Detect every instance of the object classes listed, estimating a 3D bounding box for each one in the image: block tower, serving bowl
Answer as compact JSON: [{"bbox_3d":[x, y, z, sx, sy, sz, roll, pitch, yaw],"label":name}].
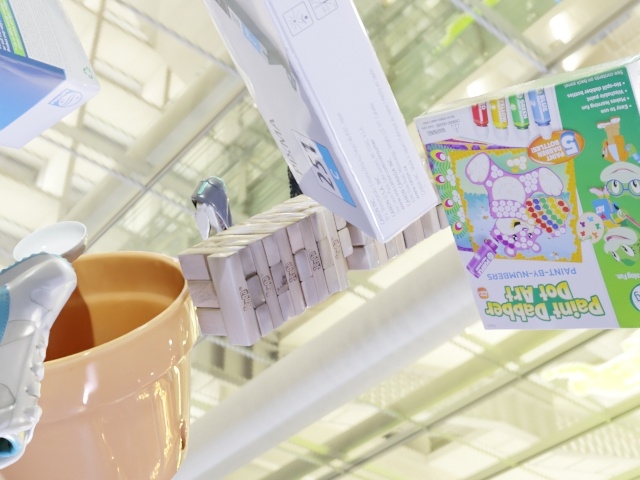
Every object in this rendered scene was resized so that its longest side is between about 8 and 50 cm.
[{"bbox_3d":[0.000,0.000,0.976,0.335,0.097,0.091,-28,-72,-45],"label":"block tower"},{"bbox_3d":[-0.294,0.012,1.018,0.083,0.083,0.027,-62,-37,-53],"label":"serving bowl"}]

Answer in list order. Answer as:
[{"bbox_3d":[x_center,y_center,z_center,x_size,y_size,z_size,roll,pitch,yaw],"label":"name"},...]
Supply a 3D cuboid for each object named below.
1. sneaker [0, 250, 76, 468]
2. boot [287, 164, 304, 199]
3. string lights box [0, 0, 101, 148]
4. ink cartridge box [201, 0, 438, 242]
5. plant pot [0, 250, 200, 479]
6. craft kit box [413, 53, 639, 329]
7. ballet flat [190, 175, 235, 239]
[{"bbox_3d":[-0.231,0.101,0.641,0.092,0.087,0.229,31,-134,-1],"label":"sneaker"},{"bbox_3d":[-0.001,-0.090,1.384,0.099,0.045,0.121,-14,-71,-46],"label":"boot"},{"bbox_3d":[-0.237,-0.136,0.461,0.133,0.076,0.259,64,-160,13],"label":"string lights box"},{"bbox_3d":[-0.045,-0.165,0.733,0.261,0.066,0.296,37,159,55],"label":"ink cartridge box"},{"bbox_3d":[-0.258,0.157,0.983,0.291,0.290,0.203,-43,-52,-55],"label":"plant pot"},{"bbox_3d":[0.232,-0.033,0.897,0.061,0.250,0.247,-33,-74,-38],"label":"craft kit box"},{"bbox_3d":[-0.174,-0.011,1.551,0.074,0.074,0.203,-73,-24,-50],"label":"ballet flat"}]
